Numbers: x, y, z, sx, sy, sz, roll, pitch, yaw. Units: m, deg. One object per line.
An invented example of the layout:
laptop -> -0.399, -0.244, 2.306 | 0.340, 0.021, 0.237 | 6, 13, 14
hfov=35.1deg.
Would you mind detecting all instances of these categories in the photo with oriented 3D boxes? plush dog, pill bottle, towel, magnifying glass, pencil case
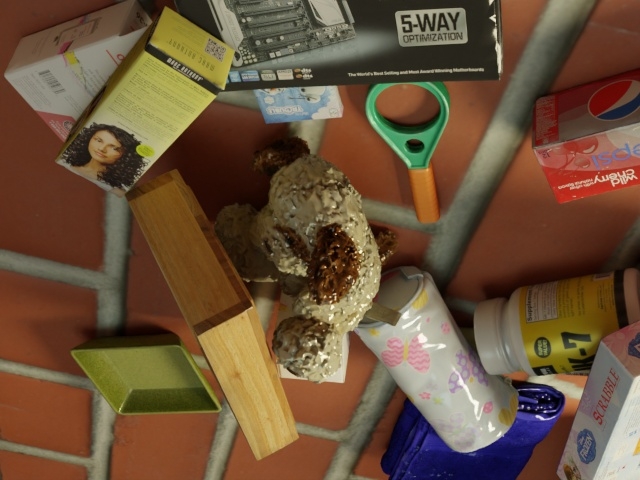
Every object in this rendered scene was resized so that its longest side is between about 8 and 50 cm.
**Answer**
plush dog -> 0.000, 0.000, 1.178 | 0.210, 0.262, 0.225 | -25, 151, -10
pill bottle -> 0.311, 0.110, 1.292 | 0.208, 0.119, 0.119 | -12, 136, 25
towel -> 0.229, 0.316, 1.589 | 0.227, 0.076, 0.308 | 12, 140, -2
magnifying glass -> 0.108, -0.104, 1.151 | 0.092, 0.026, 0.231 | -2, 140, 14
pencil case -> 0.155, 0.161, 1.352 | 0.124, 0.113, 0.273 | -32, 115, 16

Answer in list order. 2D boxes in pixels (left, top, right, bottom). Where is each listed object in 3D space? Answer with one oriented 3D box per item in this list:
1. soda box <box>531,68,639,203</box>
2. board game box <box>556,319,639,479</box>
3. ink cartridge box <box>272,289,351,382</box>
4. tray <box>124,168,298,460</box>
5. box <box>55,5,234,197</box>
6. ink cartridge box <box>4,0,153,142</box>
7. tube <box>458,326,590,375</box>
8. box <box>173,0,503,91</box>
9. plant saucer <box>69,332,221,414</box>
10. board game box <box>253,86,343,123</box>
soda box -> 0.355, -0.123, 1.031 | 0.263, 0.083, 0.092 | -13, 135, 26
board game box -> 0.462, 0.171, 1.250 | 0.318, 0.066, 0.319 | -21, 143, -16
ink cartridge box -> -0.008, 0.119, 1.348 | 0.092, 0.143, 0.090 | 4, 140, 8
tray -> -0.122, 0.109, 1.258 | 0.076, 0.203, 0.411 | -28, 151, -9
box -> -0.184, -0.134, 1.039 | 0.087, 0.058, 0.232 | 29, 139, -20
ink cartridge box -> -0.223, -0.184, 1.091 | 0.198, 0.067, 0.115 | -11, 137, 25
tube -> 0.275, 0.151, 1.402 | 0.240, 0.062, 0.070 | 0, 96, 22
box -> 0.012, -0.258, 0.945 | 0.307, 0.076, 0.242 | 0, 140, 13
plant saucer -> -0.266, 0.203, 1.580 | 0.188, 0.045, 0.188 | -4, 138, 16
board game box -> -0.028, -0.169, 1.105 | 0.090, 0.020, 0.090 | -4, 140, 16
